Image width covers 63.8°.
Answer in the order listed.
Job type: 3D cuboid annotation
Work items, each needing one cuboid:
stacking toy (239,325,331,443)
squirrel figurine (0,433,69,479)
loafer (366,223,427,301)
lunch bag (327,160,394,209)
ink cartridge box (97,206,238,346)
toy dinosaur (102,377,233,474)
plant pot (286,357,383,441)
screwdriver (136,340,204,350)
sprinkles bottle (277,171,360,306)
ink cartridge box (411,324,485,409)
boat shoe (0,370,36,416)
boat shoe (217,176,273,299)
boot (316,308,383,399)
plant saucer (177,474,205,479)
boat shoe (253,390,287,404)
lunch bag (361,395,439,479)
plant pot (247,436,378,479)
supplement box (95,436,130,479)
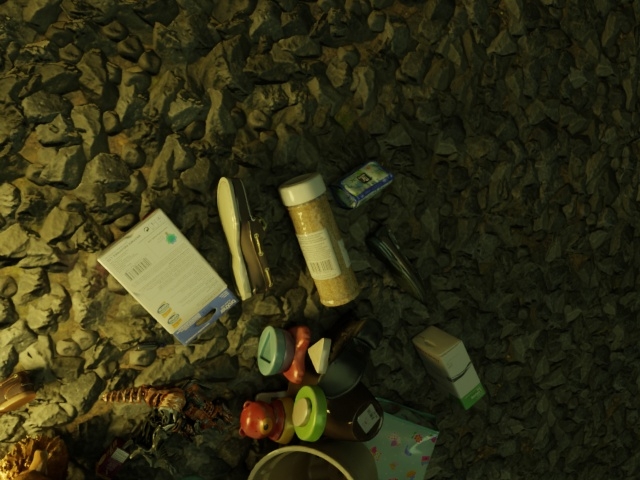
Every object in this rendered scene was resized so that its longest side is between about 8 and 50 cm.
[{"bbox_3d":[-0.100,0.363,1.301,0.131,0.280,0.308,12,74,-26],"label":"stacking toy"},{"bbox_3d":[-0.584,0.596,1.092,0.281,0.397,0.370,-51,141,-28],"label":"squirrel figurine"},{"bbox_3d":[0.244,0.067,1.515,0.084,0.096,0.267,-47,112,-15],"label":"loafer"},{"bbox_3d":[0.111,-0.146,1.383,0.129,0.151,0.096,-35,112,-13],"label":"lunch bag"},{"bbox_3d":[-0.369,0.093,1.272,0.186,0.065,0.311,-41,110,-11],"label":"ink cartridge box"},{"bbox_3d":[-0.388,0.448,1.311,0.322,0.164,0.218,23,75,-7],"label":"toy dinosaur"},{"bbox_3d":[0.057,0.452,1.405,0.216,0.231,0.215,-3,96,-35],"label":"plant pot"},{"bbox_3d":[-0.386,0.269,1.326,0.170,0.025,0.024,3,98,-32],"label":"screwdriver"},{"bbox_3d":[0.000,0.000,1.380,0.121,0.121,0.355,-26,109,-17],"label":"sprinkles bottle"},{"bbox_3d":[0.396,0.390,1.601,0.093,0.160,0.219,-33,111,-16],"label":"ink cartridge box"},{"bbox_3d":[-0.755,0.375,1.162,0.207,0.073,0.073,-29,72,-19],"label":"boat shoe"},{"bbox_3d":[-0.187,-0.010,1.305,0.097,0.117,0.324,-16,110,-25],"label":"boat shoe"},{"bbox_3d":[0.055,0.302,1.399,0.091,0.229,0.263,44,73,-11],"label":"boot"},{"bbox_3d":[-0.363,0.705,1.412,0.120,0.021,0.119,-4,101,-23],"label":"plant saucer"},{"bbox_3d":[-0.122,0.446,1.456,0.142,0.040,0.049,11,81,-26],"label":"boat shoe"},{"bbox_3d":[0.200,0.608,1.557,0.263,0.160,0.223,16,94,8],"label":"lunch bag"},{"bbox_3d":[0.010,0.674,1.381,0.334,0.305,0.333,-1,87,20],"label":"plant pot"},{"bbox_3d":[-0.523,0.550,1.295,0.043,0.055,0.083,41,82,-24],"label":"supplement box"}]
